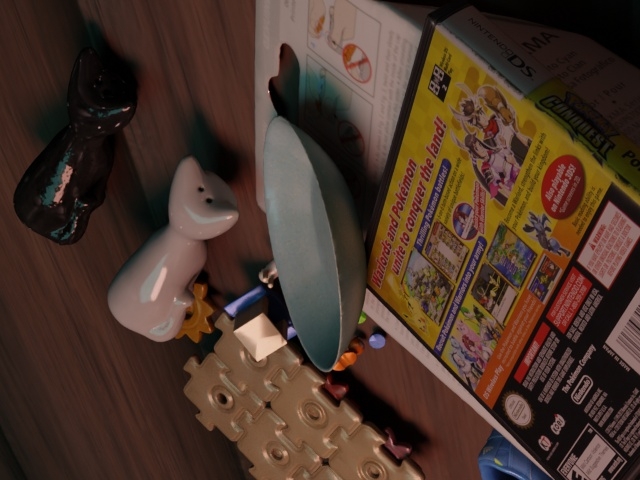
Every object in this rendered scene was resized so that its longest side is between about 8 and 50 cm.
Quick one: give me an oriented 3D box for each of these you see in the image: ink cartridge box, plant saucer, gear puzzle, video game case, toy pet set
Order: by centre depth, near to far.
[{"bbox_3d":[0.134,0.024,0.743,0.248,0.035,0.275,45,150,22],"label":"video game case"},{"bbox_3d":[0.101,-0.037,0.866,0.385,0.091,0.308,42,148,29],"label":"ink cartridge box"},{"bbox_3d":[0.000,0.000,0.890,0.195,0.037,0.195,169,90,-76],"label":"plant saucer"},{"bbox_3d":[-0.020,0.063,1.087,0.114,0.065,0.122,-32,110,13],"label":"toy pet set"},{"bbox_3d":[-0.050,0.152,1.187,0.339,0.044,0.175,44,131,8],"label":"gear puzzle"}]

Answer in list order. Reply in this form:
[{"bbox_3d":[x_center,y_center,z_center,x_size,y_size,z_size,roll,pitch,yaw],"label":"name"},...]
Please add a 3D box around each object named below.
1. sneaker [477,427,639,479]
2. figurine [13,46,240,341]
[{"bbox_3d":[0.211,0.226,0.964,0.240,0.126,0.091,46,144,-4],"label":"sneaker"},{"bbox_3d":[-0.168,-0.040,1.068,0.215,0.092,0.209,45,140,9],"label":"figurine"}]
